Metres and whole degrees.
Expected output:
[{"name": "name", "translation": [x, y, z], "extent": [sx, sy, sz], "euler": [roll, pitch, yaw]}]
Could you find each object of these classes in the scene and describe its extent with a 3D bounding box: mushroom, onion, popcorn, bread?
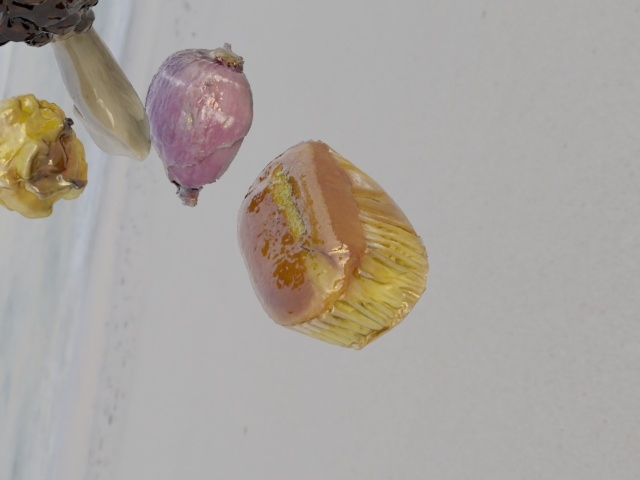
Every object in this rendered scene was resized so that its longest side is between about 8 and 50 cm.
[{"name": "mushroom", "translation": [-0.324, -0.227, 1.428], "extent": [0.108, 0.096, 0.246], "euler": [-85, -22, -55]}, {"name": "onion", "translation": [-0.272, -0.218, 1.952], "extent": [0.267, 0.159, 0.348], "euler": [51, 126, 52]}, {"name": "popcorn", "translation": [-0.367, -0.106, 1.265], "extent": [0.152, 0.167, 0.148], "euler": [6, 67, 29]}, {"name": "bread", "translation": [0.000, 0.000, 1.301], "extent": [0.204, 0.156, 0.288], "euler": [-41, 43, 19]}]

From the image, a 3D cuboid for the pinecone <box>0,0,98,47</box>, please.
[{"name": "pinecone", "translation": [-0.360, -0.368, 1.143], "extent": [0.295, 0.242, 0.298], "euler": [117, 171, -46]}]
